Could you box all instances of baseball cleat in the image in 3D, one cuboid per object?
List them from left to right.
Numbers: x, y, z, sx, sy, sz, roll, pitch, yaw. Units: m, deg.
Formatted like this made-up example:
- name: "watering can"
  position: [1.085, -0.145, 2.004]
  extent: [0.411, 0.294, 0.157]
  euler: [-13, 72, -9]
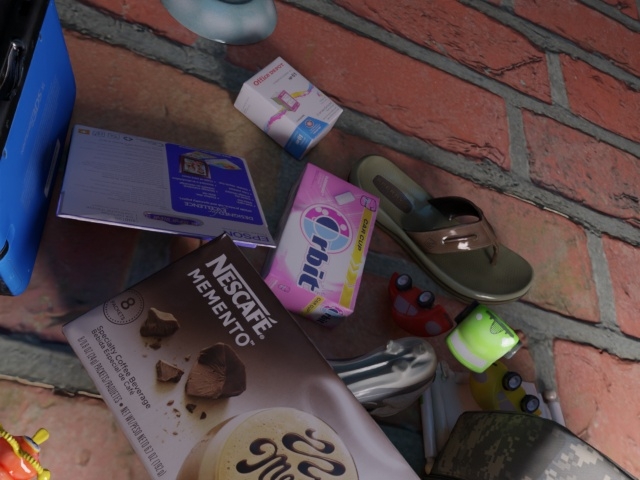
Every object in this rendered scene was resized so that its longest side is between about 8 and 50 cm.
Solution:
- name: "baseball cleat"
  position: [0.029, 0.167, 0.651]
  extent: [0.206, 0.109, 0.072]
  euler: [-11, 45, 0]

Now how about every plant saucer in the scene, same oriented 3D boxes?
- name: "plant saucer"
  position: [-0.151, -0.384, 0.912]
  extent: [0.195, 0.037, 0.194]
  euler: [13, 56, -20]

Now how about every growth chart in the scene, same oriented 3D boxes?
- name: "growth chart"
  position: [0.221, 0.240, 0.737]
  extent: [0.237, 0.021, 0.171]
  euler: [17, 56, -17]

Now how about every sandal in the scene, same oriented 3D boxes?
- name: "sandal"
  position: [0.171, -0.018, 0.824]
  extent: [0.303, 0.086, 0.120]
  euler: [36, 52, -3]

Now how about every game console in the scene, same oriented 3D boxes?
- name: "game console"
  position: [-0.353, -0.129, 0.543]
  extent: [0.174, 0.250, 0.293]
  euler: [4, 59, -9]

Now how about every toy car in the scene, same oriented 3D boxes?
- name: "toy car"
  position: [0.157, 0.116, 0.655]
  extent: [0.053, 0.225, 0.239]
  euler: [-44, 76, -8]

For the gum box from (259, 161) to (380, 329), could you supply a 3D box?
- name: "gum box"
  position: [0.000, 0.000, 0.741]
  extent: [0.107, 0.062, 0.188]
  euler: [25, 53, -12]

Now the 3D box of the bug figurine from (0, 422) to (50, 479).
- name: "bug figurine"
  position: [-0.219, 0.286, 0.451]
  extent: [0.279, 0.072, 0.216]
  euler: [40, 52, -1]

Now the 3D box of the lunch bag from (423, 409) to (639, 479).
- name: "lunch bag"
  position: [0.223, 0.348, 0.563]
  extent: [0.305, 0.212, 0.256]
  euler: [38, 72, -4]

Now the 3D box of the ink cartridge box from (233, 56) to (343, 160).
- name: "ink cartridge box"
  position: [-0.045, -0.186, 0.837]
  extent: [0.122, 0.052, 0.088]
  euler: [39, 52, 1]

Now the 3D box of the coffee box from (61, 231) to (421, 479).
- name: "coffee box"
  position: [-0.067, 0.162, 0.520]
  extent: [0.168, 0.119, 0.297]
  euler: [-32, 68, -20]

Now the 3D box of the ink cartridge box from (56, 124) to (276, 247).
- name: "ink cartridge box"
  position: [-0.168, -0.048, 0.642]
  extent: [0.206, 0.045, 0.208]
  euler: [9, 29, -23]
